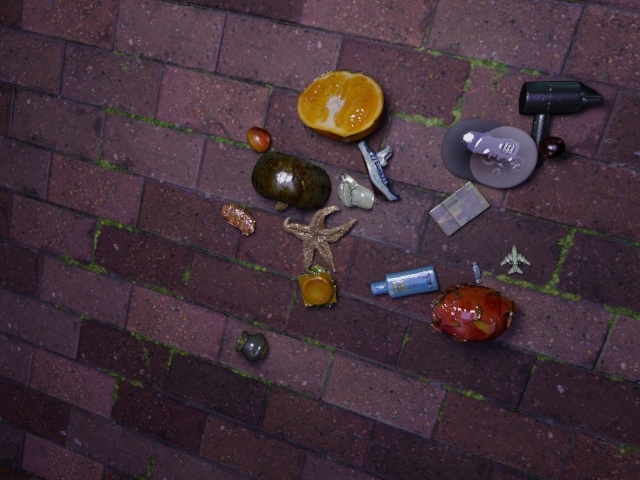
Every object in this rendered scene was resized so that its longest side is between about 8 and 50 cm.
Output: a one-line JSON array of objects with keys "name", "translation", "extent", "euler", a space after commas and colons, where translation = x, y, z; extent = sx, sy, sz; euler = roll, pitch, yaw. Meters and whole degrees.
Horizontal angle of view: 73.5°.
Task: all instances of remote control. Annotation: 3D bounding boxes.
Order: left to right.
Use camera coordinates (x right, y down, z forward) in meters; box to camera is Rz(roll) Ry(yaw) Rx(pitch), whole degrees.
[{"name": "remote control", "translation": [0.603, -0.313, 1.545], "extent": [0.332, 0.103, 0.221], "euler": [21, 115, 16]}]

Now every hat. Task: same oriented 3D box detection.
[{"name": "hat", "translation": [0.137, -0.184, 1.707], "extent": [0.166, 0.081, 0.122], "euler": [22, 63, -6]}]

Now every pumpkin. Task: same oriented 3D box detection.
[{"name": "pumpkin", "translation": [-0.139, -0.217, 1.680], "extent": [0.325, 0.232, 0.242], "euler": [17, 104, 13]}]

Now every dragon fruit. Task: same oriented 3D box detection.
[{"name": "dragon fruit", "translation": [0.561, 0.268, 1.582], "extent": [0.250, 0.315, 0.250], "euler": [16, 110, 53]}]

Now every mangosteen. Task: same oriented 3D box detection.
[{"name": "mangosteen", "translation": [0.790, -0.314, 1.463], "extent": [0.081, 0.081, 0.080], "euler": [2, 98, 13]}]

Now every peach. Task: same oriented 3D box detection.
[{"name": "peach", "translation": [-0.251, -0.412, 1.739], "extent": [0.101, 0.101, 0.100], "euler": [2, 98, 13]}]

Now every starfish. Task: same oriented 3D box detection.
[{"name": "starfish", "translation": [0.000, -0.001, 1.762], "extent": [0.299, 0.060, 0.302], "euler": [1, 111, 6]}]

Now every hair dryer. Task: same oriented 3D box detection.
[{"name": "hair dryer", "translation": [0.825, -0.401, 1.506], "extent": [0.244, 0.116, 0.302], "euler": [4, 110, 12]}]

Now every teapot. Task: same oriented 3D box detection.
[{"name": "teapot", "translation": [-0.309, 0.463, 1.866], "extent": [0.119, 0.130, 0.166], "euler": [32, 138, -23]}]

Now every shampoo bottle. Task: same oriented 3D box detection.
[{"name": "shampoo bottle", "translation": [0.331, 0.173, 1.709], "extent": [0.259, 0.061, 0.103], "euler": [-13, 94, 15]}]

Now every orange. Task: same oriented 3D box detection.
[{"name": "orange", "translation": [0.088, -0.488, 1.577], "extent": [0.310, 0.274, 0.274], "euler": [6, 103, 56]}]

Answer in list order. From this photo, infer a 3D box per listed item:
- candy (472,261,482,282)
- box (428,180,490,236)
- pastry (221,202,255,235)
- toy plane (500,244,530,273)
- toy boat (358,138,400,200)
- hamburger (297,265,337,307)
[{"name": "candy", "translation": [0.607, 0.124, 1.660], "extent": [0.030, 0.020, 0.083], "euler": [-9, 94, 14]}, {"name": "box", "translation": [0.528, -0.120, 1.639], "extent": [0.193, 0.030, 0.121], "euler": [-39, 88, 14]}, {"name": "pastry", "translation": [-0.340, -0.097, 1.827], "extent": [0.169, 0.063, 0.087], "euler": [42, 113, -1]}, {"name": "toy plane", "translation": [0.733, 0.072, 1.614], "extent": [0.102, 0.040, 0.111], "euler": [-3, 99, 24]}, {"name": "toy boat", "translation": [0.235, -0.274, 1.642], "extent": [0.115, 0.114, 0.262], "euler": [-18, 94, 10]}, {"name": "hamburger", "translation": [-0.007, 0.188, 1.765], "extent": [0.164, 0.093, 0.189], "euler": [2, 111, 10]}]
